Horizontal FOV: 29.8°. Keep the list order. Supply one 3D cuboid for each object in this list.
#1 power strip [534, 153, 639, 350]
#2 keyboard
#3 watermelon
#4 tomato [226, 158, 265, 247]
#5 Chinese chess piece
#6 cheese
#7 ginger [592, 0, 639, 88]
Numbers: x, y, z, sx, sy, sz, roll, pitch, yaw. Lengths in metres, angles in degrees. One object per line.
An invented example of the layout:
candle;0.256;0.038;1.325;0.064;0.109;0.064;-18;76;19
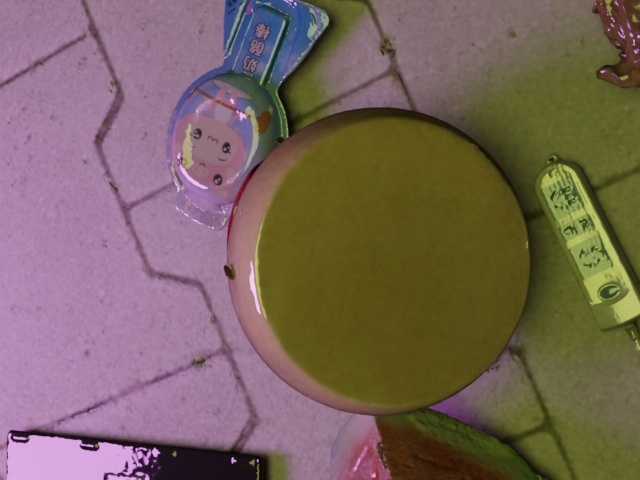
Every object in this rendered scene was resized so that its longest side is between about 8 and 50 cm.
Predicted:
power strip;0.243;0.011;1.069;0.047;0.030;0.191;-28;84;24
keyboard;-0.200;0.265;1.285;0.317;0.027;0.106;2;93;23
watermelon;0.123;0.287;1.056;0.310;0.232;0.193;46;148;-8
tomato;0.000;0.000;1.140;0.189;0.099;0.173;11;85;-15
Chinese chess piece;0.051;0.017;1.047;0.273;0.102;0.273;0;91;-14
cheese;-0.081;-0.129;1.179;0.135;0.052;0.245;26;105;18
ginger;0.256;-0.272;1.005;0.122;0.084;0.290;-16;88;30
